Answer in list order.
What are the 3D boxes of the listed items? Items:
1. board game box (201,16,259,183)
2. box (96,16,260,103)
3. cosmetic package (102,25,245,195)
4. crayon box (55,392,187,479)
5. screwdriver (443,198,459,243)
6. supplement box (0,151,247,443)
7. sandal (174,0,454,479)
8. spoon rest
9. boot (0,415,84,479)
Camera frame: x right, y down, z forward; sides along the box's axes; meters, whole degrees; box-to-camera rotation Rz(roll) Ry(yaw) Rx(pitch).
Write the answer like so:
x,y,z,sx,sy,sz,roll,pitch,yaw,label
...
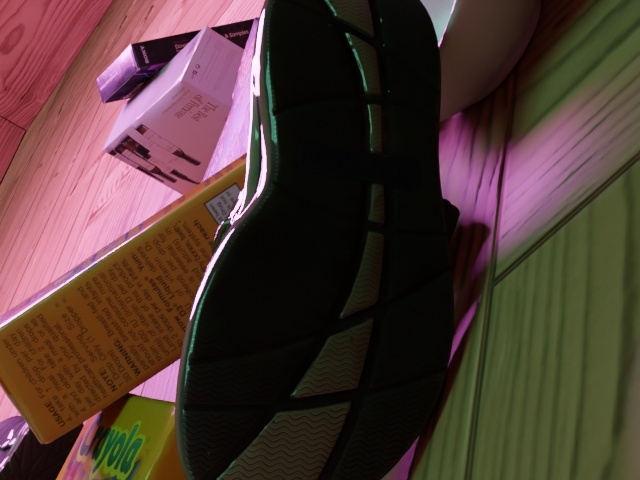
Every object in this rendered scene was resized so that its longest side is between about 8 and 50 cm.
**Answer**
x,y,z,sx,sy,sz,roll,pitch,yaw,label
-0.032,-0.075,1.059,0.194,0.060,0.194,-101,32,-62,board game box
-0.119,-0.171,1.401,0.162,0.029,0.116,-17,-3,-27,box
-0.111,-0.107,1.329,0.239,0.099,0.060,-26,39,64,cosmetic package
-0.117,0.199,0.826,0.323,0.083,0.203,-63,16,-12,crayon box
0.024,0.054,0.756,0.170,0.025,0.024,-60,15,-2,screwdriver
-0.084,0.021,0.877,0.233,0.080,0.078,-36,7,-2,supplement box
0.002,-0.001,0.728,0.086,0.120,0.302,125,159,-56,sandal
0.102,-0.156,0.784,0.276,0.084,0.137,-41,24,47,spoon rest
-0.297,0.227,1.346,0.189,0.076,0.208,-52,18,-26,boot
